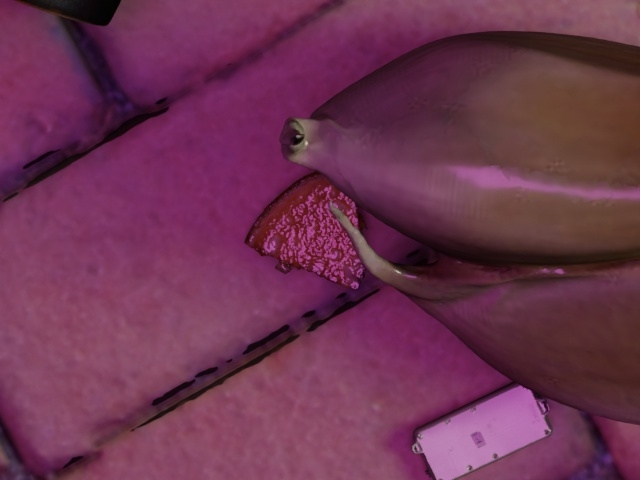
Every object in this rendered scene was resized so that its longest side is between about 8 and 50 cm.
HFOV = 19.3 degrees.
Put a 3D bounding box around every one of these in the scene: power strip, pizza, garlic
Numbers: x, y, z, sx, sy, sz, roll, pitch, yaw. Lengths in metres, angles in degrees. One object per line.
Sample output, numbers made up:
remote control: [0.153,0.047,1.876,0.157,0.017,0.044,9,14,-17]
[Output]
power strip: [0.102,0.121,1.186,0.090,0.016,0.040,-26,92,3]
pizza: [0.000,0.000,1.179,0.083,0.025,0.078,-33,87,11]
garlic: [0.132,0.002,1.074,0.340,0.246,0.232,1,107,-8]

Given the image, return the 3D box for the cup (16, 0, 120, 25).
cup: [-0.179,-0.246,1.135,0.166,0.239,0.177,13,103,-40]
